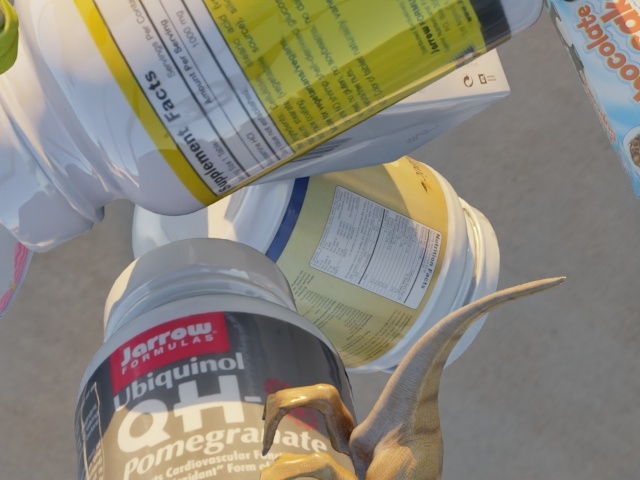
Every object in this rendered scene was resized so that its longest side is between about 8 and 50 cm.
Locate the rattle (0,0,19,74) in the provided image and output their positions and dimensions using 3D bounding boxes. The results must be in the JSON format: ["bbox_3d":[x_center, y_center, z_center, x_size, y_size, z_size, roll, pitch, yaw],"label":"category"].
[{"bbox_3d":[-0.262,-0.103,0.809,0.200,0.130,0.142,-30,91,13],"label":"rattle"}]

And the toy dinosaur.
[{"bbox_3d":[0.030,0.091,0.723,0.112,0.064,0.211,6,116,-3],"label":"toy dinosaur"}]

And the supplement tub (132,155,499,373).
[{"bbox_3d":[0.000,0.000,1.606,0.228,0.316,0.228,-30,49,41],"label":"supplement tub"}]

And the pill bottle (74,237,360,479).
[{"bbox_3d":[-0.057,0.144,0.979,0.176,0.318,0.176,-6,128,-7],"label":"pill bottle"}]

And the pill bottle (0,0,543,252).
[{"bbox_3d":[-0.055,-0.132,0.955,0.334,0.188,0.188,-28,91,4],"label":"pill bottle"}]

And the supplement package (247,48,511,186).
[{"bbox_3d":[0.001,-0.218,1.369,0.177,0.175,0.293,-30,75,51],"label":"supplement package"}]

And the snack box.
[{"bbox_3d":[0.353,-0.225,1.717,0.187,0.060,0.322,-24,77,1],"label":"snack box"}]

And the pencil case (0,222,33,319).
[{"bbox_3d":[-0.337,-0.027,1.156,0.273,0.124,0.113,20,126,12],"label":"pencil case"}]
